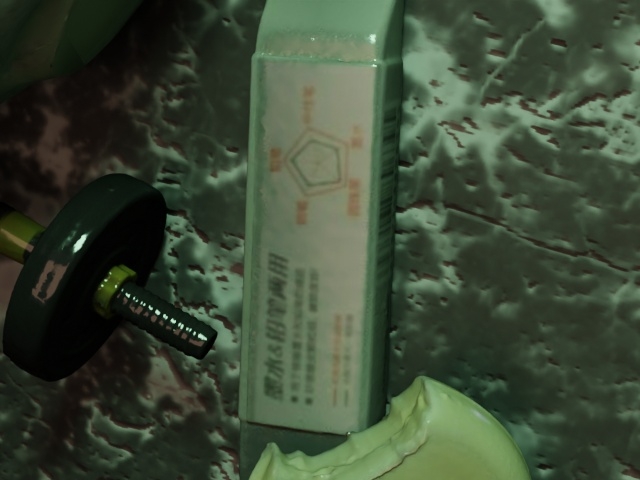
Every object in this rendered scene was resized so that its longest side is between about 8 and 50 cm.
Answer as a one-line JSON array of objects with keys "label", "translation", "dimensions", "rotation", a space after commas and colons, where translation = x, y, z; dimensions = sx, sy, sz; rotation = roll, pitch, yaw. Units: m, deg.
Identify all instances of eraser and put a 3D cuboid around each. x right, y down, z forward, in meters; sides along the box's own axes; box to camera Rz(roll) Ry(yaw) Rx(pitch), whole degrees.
[{"label": "eraser", "translation": [0.000, 0.000, 0.989], "dimensions": [0.089, 0.061, 0.351], "rotation": [6, 102, 16]}]

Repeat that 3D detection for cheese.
[{"label": "cheese", "translation": [0.079, 0.192, 0.962], "dimensions": [0.249, 0.071, 0.163], "rotation": [42, 98, -15]}]

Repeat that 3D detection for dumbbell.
[{"label": "dumbbell", "translation": [-0.209, -0.010, 1.012], "dimensions": [0.325, 0.143, 0.143], "rotation": [29, 107, 12]}]

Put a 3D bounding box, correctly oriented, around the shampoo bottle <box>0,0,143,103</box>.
[{"label": "shampoo bottle", "translation": [-0.230, -0.239, 0.885], "dimensions": [0.317, 0.322, 0.322], "rotation": [45, 110, 1]}]
